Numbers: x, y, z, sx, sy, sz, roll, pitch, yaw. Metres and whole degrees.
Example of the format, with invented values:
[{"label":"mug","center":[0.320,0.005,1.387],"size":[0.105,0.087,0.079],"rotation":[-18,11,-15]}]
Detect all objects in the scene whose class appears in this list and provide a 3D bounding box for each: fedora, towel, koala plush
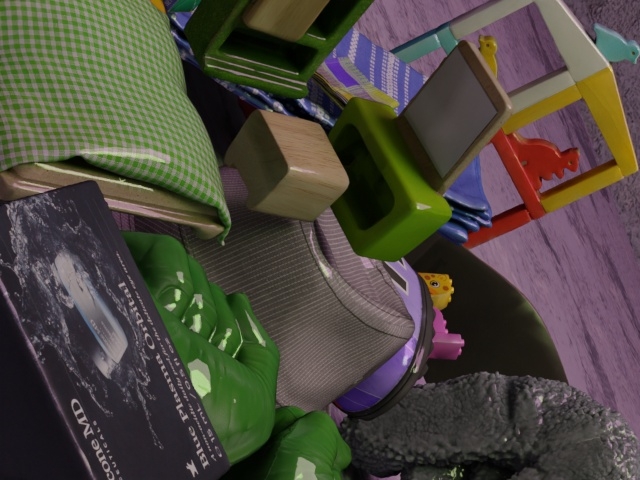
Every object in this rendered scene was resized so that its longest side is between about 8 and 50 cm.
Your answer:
[{"label":"fedora","center":[-0.024,0.027,1.241],"size":[0.244,0.124,0.275],"rotation":[67,14,12]},{"label":"towel","center":[-0.010,-0.144,1.499],"size":[0.336,0.040,0.243],"rotation":[34,24,-16]},{"label":"towel","center":[0.021,-0.114,1.438],"size":[0.060,0.009,0.083],"rotation":[44,23,17]},{"label":"koala plush","center":[0.145,0.215,1.440],"size":[0.221,0.203,0.196],"rotation":[66,9,-55]}]

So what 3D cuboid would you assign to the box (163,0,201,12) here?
[{"label":"box","center":[-0.121,-0.256,1.347],"size":[0.179,0.105,0.043],"rotation":[49,21,12]}]

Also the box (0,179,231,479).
[{"label":"box","center":[-0.129,0.067,0.869],"size":[0.156,0.093,0.158],"rotation":[64,15,-1]}]

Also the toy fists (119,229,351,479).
[{"label":"toy fists","center":[-0.050,0.115,1.061],"size":[0.279,0.096,0.142],"rotation":[56,16,-26]}]

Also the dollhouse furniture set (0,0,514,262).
[{"label":"dollhouse furniture set","center":[-0.053,-0.119,1.084],"size":[0.301,0.151,0.198],"rotation":[11,40,-42]}]

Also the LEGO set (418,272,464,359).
[{"label":"LEGO set","center":[0.067,0.038,1.550],"size":[0.227,0.093,0.087],"rotation":[-98,-163,-44]}]

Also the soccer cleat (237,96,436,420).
[{"label":"soccer cleat","center":[0.000,0.000,1.445],"size":[0.116,0.108,0.318],"rotation":[38,26,-34]}]

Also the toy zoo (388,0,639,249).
[{"label":"toy zoo","center":[0.147,-0.103,1.724],"size":[0.192,0.293,0.030],"rotation":[62,15,-12]}]

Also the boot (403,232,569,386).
[{"label":"boot","center":[0.112,0.057,1.671],"size":[0.305,0.112,0.115],"rotation":[53,4,0]}]
